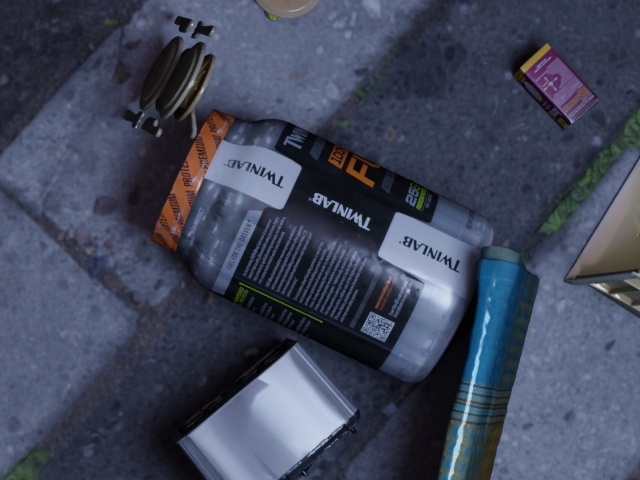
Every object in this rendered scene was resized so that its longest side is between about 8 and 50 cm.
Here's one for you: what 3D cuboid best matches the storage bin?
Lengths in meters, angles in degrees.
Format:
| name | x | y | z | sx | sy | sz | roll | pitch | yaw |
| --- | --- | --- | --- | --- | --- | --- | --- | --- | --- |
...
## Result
| name | x | y | z | sx | sy | sz | roll | pitch | yaw |
| --- | --- | --- | --- | --- | --- | --- | --- | --- | --- |
| storage bin | 0.401 | -0.039 | 1.799 | 0.123 | 0.260 | 0.262 | 34 | 83 | -5 |

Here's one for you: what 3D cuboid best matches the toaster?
| name | x | y | z | sx | sy | sz | roll | pitch | yaw |
| --- | --- | --- | --- | --- | --- | --- | --- | --- | --- |
| toaster | -0.057 | 0.193 | 1.778 | 0.168 | 0.186 | 0.110 | -40 | 94 | -6 |

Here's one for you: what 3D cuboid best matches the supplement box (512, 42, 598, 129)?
| name | x | y | z | sx | sy | sz | roll | pitch | yaw |
| --- | --- | --- | --- | --- | --- | --- | --- | --- | --- |
| supplement box | 0.254 | -0.166 | 1.899 | 0.043 | 0.055 | 0.083 | -43 | 89 | -5 |

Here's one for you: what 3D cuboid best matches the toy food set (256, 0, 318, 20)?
| name | x | y | z | sx | sy | sz | roll | pitch | yaw |
| --- | --- | --- | --- | --- | --- | --- | --- | --- | --- |
| toy food set | -0.038 | -0.281 | 1.903 | 0.083 | 0.020 | 0.083 | -19 | 87 | -6 |

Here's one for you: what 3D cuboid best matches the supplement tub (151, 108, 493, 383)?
| name | x | y | z | sx | sy | sz | roll | pitch | yaw |
| --- | --- | --- | --- | --- | --- | --- | --- | --- | --- |
| supplement tub | 0.000 | 0.000 | 1.795 | 0.316 | 0.193 | 0.193 | 25 | 84 | -3 |

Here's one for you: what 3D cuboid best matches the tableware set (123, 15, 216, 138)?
| name | x | y | z | sx | sy | sz | roll | pitch | yaw |
| --- | --- | --- | --- | --- | --- | --- | --- | --- | --- |
| tableware set | -0.142 | -0.161 | 1.801 | 0.039 | 0.194 | 0.128 | 28 | 91 | -19 |

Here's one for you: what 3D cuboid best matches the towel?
| name | x | y | z | sx | sy | sz | roll | pitch | yaw |
| --- | --- | --- | --- | --- | --- | --- | --- | --- | --- |
| towel | 0.149 | 0.198 | 1.755 | 0.040 | 0.271 | 0.370 | 13 | 85 | 13 |
